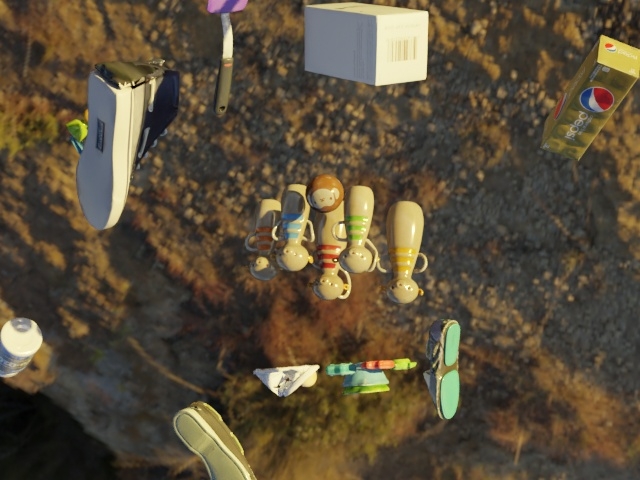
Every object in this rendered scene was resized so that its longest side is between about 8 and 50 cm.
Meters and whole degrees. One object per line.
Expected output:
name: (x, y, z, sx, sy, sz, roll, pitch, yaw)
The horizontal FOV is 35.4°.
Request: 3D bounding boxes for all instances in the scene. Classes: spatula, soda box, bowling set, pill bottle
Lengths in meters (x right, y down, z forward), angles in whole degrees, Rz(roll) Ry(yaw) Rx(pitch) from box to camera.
spatula: (-0.173, -0.360, 1.840, 0.030, 0.084, 0.297, 46, 138, 43)
soda box: (0.372, -0.193, 1.393, 0.061, 0.058, 0.181, 20, 143, -3)
bowling set: (0.000, 0.000, 1.450, 0.286, 0.154, 0.200, 0, 167, 17)
pill bottle: (-0.582, 0.206, 1.903, 0.078, 0.078, 0.137, 34, 141, -10)

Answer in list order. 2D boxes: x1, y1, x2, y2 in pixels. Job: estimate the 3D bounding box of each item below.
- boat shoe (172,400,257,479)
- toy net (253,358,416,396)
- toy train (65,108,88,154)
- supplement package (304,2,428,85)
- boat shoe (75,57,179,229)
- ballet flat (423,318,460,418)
boat shoe: (-0.172, 0.388, 1.809, 0.081, 0.068, 0.228, -39, 85, 28)
toy net: (0.018, 0.188, 1.353, 0.232, 0.045, 0.122, 3, 170, -40)
toy train: (-0.470, -0.261, 2.097, 0.105, 0.143, 0.248, 52, 170, 9)
supplement package: (0.067, -0.305, 1.544, 0.179, 0.105, 0.105, 22, 119, 49)
boat shoe: (-0.343, -0.176, 1.839, 0.127, 0.158, 0.341, 41, 133, 27)
ballet flat: (0.134, 0.141, 1.122, 0.041, 0.041, 0.114, 5, 102, 20)
